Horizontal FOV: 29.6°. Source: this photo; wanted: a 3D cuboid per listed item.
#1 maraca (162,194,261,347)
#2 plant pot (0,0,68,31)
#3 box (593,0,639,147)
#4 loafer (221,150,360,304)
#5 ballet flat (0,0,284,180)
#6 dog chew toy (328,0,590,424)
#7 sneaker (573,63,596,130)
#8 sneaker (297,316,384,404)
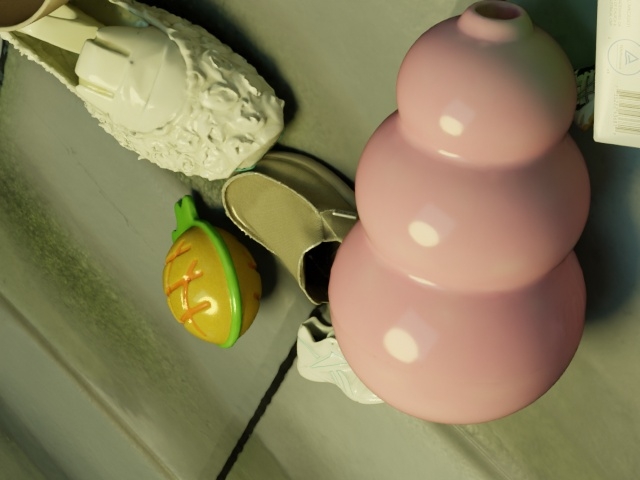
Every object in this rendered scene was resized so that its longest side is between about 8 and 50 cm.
[{"bbox_3d":[-0.123,0.033,1.290,0.185,0.099,0.127,57,143,42],"label":"maraca"},{"bbox_3d":[-0.253,-0.350,1.072,0.284,0.191,0.284,24,131,31],"label":"plant pot"},{"bbox_3d":[0.283,-0.177,0.677,0.231,0.127,0.262,10,124,27],"label":"box"},{"bbox_3d":[0.000,0.000,1.140,0.268,0.092,0.102,28,134,29],"label":"loafer"},{"bbox_3d":[-0.223,-0.184,1.179,0.409,0.147,0.147,34,136,25],"label":"ballet flat"},{"bbox_3d":[0.115,-0.021,0.930,0.207,0.207,0.331,27,129,30],"label":"dog chew toy"},{"bbox_3d":[0.203,-0.119,0.901,0.037,0.032,0.083,43,139,14],"label":"sneaker"},{"bbox_3d":[0.030,0.122,1.227,0.152,0.054,0.061,15,124,39],"label":"sneaker"}]
